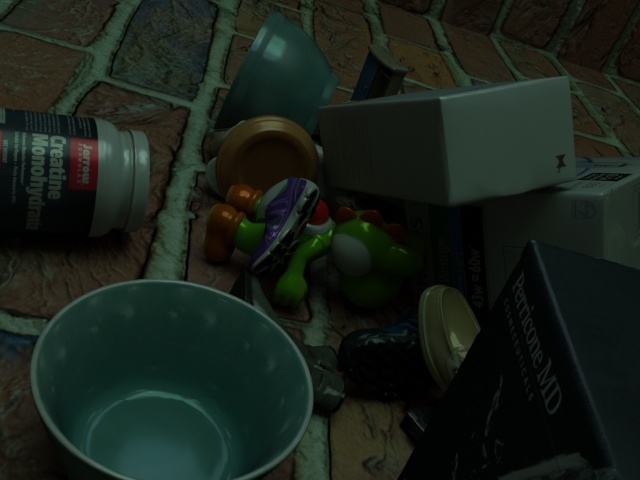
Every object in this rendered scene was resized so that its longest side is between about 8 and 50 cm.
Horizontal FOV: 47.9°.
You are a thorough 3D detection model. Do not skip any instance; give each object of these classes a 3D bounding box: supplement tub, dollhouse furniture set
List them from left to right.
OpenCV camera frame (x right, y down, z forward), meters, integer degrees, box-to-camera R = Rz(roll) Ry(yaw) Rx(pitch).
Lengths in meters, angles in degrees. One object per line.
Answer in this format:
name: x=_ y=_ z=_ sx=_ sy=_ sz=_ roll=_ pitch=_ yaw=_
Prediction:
supplement tub: x=-0.420 y=-0.103 z=1.127 sx=0.272 sy=0.191 sz=0.191 roll=3 pitch=37 yaw=-25
dollhouse furniture set: x=0.048 y=-0.342 z=1.732 sx=0.303 sy=0.198 sz=0.286 roll=-2 pitch=39 yaw=-31

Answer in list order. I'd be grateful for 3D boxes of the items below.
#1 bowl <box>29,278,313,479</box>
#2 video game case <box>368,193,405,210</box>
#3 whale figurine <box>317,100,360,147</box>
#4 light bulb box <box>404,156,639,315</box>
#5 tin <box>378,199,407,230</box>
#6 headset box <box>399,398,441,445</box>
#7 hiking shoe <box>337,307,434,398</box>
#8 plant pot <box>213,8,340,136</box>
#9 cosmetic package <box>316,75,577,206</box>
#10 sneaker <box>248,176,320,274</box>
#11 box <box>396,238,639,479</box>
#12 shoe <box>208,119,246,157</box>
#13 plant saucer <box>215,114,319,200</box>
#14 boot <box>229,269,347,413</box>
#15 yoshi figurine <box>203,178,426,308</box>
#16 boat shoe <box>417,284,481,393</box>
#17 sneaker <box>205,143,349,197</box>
bowl: x=-0.180 y=0.204 z=0.840 sx=0.311 sy=0.163 sz=0.311 roll=15 pitch=33 yaw=-10
video game case: x=0.217 y=-0.086 z=1.549 sx=0.212 sy=0.023 sz=0.193 roll=26 pitch=21 yaw=31
whale figurine: x=0.124 y=-0.197 z=1.606 sx=0.272 sy=0.141 sz=0.216 roll=24 pitch=50 yaw=9
light bulb box: x=0.398 y=-0.015 z=1.290 sx=0.361 sy=0.225 sz=0.358 roll=5 pitch=17 yaw=41
tin: x=0.199 y=-0.038 z=1.485 sx=0.106 sy=0.040 sz=0.189 roll=-4 pitch=26 yaw=-36
headset box: x=0.162 y=0.273 z=1.050 sx=0.083 sy=0.032 sz=0.062 roll=-8 pitch=43 yaw=-39
hiking shoe: x=0.140 y=0.169 z=1.141 sx=0.304 sy=0.113 sz=0.132 roll=7 pitch=24 yaw=-35
plant pot: x=-0.079 y=-0.323 z=1.571 sx=0.196 sy=0.293 sz=0.293 roll=27 pitch=32 yaw=-7
cosmetic package: x=0.185 y=-0.171 z=1.218 sx=0.230 sy=0.161 sz=0.453 roll=-13 pitch=13 yaw=-21
sneaker: x=-0.065 y=-0.023 z=1.138 sx=0.071 sy=0.170 sz=0.068 roll=27 pitch=-10 yaw=24
box: x=0.243 y=0.343 z=0.588 sx=0.297 sy=0.472 sz=0.480 roll=16 pitch=32 yaw=-8
shoe: x=-0.169 y=-0.207 z=1.428 sx=0.076 sy=0.058 sz=0.219 roll=-17 pitch=7 yaw=-31
plant saucer: x=-0.094 y=-0.131 z=1.342 sx=0.200 sy=0.200 sz=0.037 roll=8 pitch=16 yaw=-20
boot: x=-0.055 y=0.155 z=1.082 sx=0.161 sy=0.083 sz=0.246 roll=19 pitch=30 yaw=-27
yoshi figurine: x=-0.004 y=0.027 z=1.240 sx=0.362 sy=0.203 sz=0.203 roll=13 pitch=-10 yaw=13
boat shoe: x=0.228 y=0.197 z=1.020 sx=0.109 sy=0.098 sz=0.302 roll=-3 pitch=69 yaw=-36
sneaker: x=-0.093 y=-0.142 z=1.471 sx=0.292 sy=0.108 sz=0.169 roll=2 pitch=19 yaw=-14
